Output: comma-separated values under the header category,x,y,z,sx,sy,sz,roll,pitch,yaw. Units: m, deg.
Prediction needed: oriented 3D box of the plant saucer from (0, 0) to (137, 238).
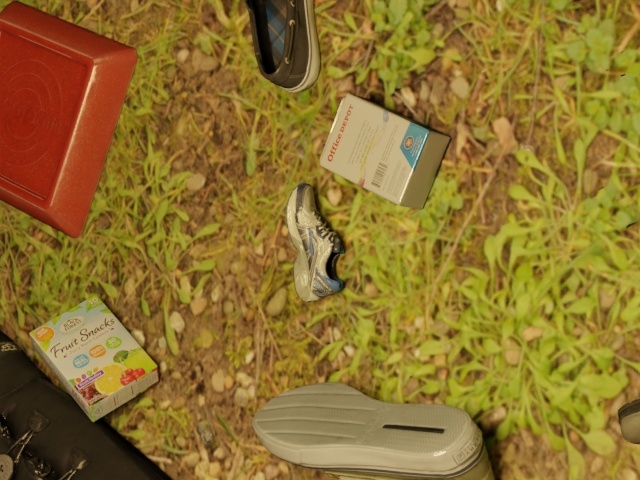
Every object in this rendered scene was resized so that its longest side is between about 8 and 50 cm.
category,x,y,z,sx,sy,sz,roll,pitch,yaw
plant saucer,-0.377,-0.165,2.105,0.258,0.048,0.259,25,100,35

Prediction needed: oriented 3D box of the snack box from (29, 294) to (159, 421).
category,x,y,z,sx,sy,sz,roll,pitch,yaw
snack box,-0.278,0.143,1.973,0.141,0.100,0.037,45,153,31

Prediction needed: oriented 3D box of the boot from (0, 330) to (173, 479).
category,x,y,z,sx,sy,sz,roll,pitch,yaw
boot,-0.368,0.361,2.004,0.445,0.146,0.367,35,108,29

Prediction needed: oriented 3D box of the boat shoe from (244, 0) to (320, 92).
category,x,y,z,sx,sy,sz,roll,pitch,yaw
boat shoe,-0.058,-0.284,1.863,0.080,0.076,0.228,-14,78,35

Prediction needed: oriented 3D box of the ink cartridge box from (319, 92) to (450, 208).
category,x,y,z,sx,sy,sz,roll,pitch,yaw
ink cartridge box,0.070,-0.099,1.767,0.122,0.052,0.088,28,102,33

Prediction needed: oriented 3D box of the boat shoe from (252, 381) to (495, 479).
category,x,y,z,sx,sy,sz,roll,pitch,yaw
boat shoe,0.051,0.226,1.723,0.302,0.109,0.094,5,131,44

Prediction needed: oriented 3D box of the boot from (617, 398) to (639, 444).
category,x,y,z,sx,sy,sz,roll,pitch,yaw
boot,0.385,0.220,1.471,0.247,0.083,0.161,-6,72,34

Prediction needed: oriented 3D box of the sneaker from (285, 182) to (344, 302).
category,x,y,z,sx,sy,sz,roll,pitch,yaw
sneaker,0.000,0.000,1.817,0.058,0.052,0.135,-10,87,25
